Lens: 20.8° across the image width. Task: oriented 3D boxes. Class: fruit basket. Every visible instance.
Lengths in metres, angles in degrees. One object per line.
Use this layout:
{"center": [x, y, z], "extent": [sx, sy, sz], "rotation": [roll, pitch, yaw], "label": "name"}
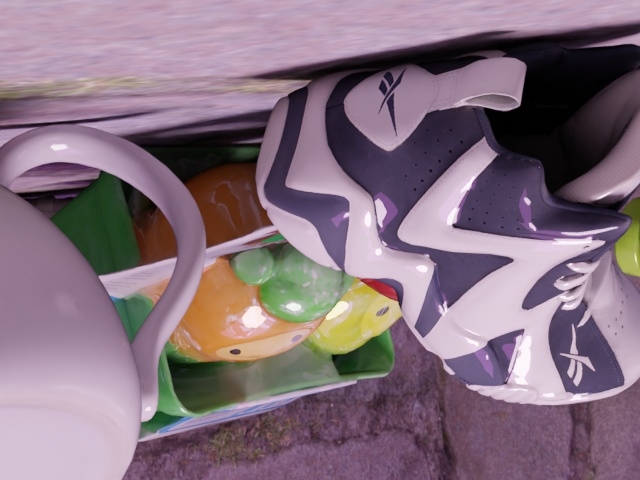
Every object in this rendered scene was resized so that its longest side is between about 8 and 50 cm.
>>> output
{"center": [0.022, 0.013, 1.001], "extent": [0.353, 0.165, 0.327], "rotation": [-11, 177, 33], "label": "fruit basket"}

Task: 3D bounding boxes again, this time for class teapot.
{"center": [-0.201, 0.040, 0.711], "extent": [0.252, 0.187, 0.256], "rotation": [-34, 152, 16], "label": "teapot"}

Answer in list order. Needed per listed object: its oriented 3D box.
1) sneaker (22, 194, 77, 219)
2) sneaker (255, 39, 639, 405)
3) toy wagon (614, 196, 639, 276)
{"center": [-0.204, -0.006, 1.365], "extent": [0.115, 0.105, 0.281], "rotation": [33, -153, 31], "label": "sneaker"}
{"center": [0.105, -0.008, 0.718], "extent": [0.153, 0.094, 0.235], "rotation": [-17, 135, 42], "label": "sneaker"}
{"center": [0.329, 0.001, 1.141], "extent": [0.267, 0.068, 0.344], "rotation": [10, -149, 38], "label": "toy wagon"}
